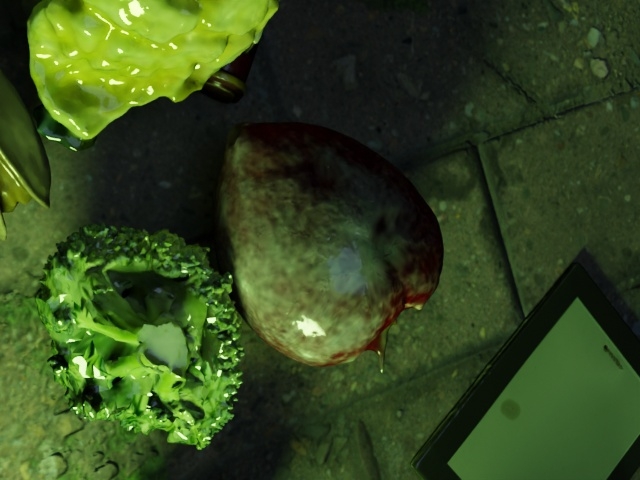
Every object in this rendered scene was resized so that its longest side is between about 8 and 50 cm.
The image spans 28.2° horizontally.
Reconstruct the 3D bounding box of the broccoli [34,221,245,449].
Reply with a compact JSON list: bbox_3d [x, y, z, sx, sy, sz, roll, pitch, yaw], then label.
[{"bbox_3d":[-0.171,0.097,1.255,0.197,0.176,0.226,-20,74,-10],"label":"broccoli"}]

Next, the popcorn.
[{"bbox_3d":[-0.169,-0.277,1.206,0.293,0.237,0.293,9,64,-19],"label":"popcorn"}]

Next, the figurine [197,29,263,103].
[{"bbox_3d":[-0.089,-0.230,1.348,0.082,0.098,0.154,22,81,-23],"label":"figurine"}]

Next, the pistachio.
[{"bbox_3d":[-0.333,-0.098,1.200,0.129,0.131,0.206,-38,112,-15],"label":"pistachio"}]

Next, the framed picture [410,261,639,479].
[{"bbox_3d":[0.293,0.237,1.582,0.265,0.016,0.347,48,69,-18],"label":"framed picture"}]

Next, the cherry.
[{"bbox_3d":[0.000,0.000,1.330,0.230,0.203,0.300,-38,98,-16],"label":"cherry"}]
